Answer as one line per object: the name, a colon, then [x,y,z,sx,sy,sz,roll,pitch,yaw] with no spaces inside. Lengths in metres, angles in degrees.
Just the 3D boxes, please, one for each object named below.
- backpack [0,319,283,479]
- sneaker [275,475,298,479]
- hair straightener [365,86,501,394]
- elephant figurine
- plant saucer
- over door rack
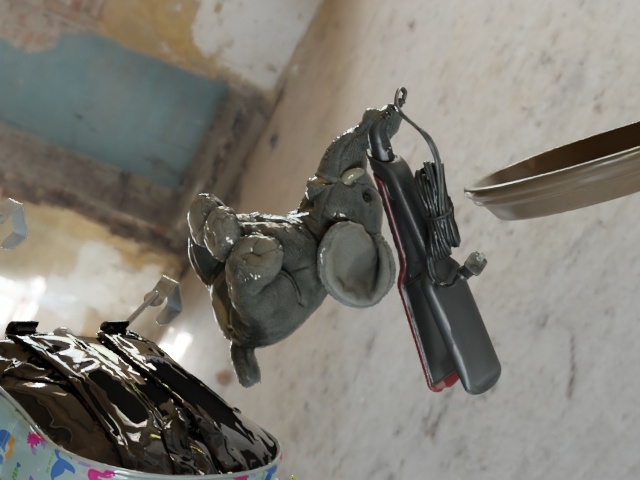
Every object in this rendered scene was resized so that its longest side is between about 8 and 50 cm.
backpack: [-0.163,0.186,0.879,0.253,0.225,0.191,19,99,46]
sneaker: [-0.095,0.323,1.121,0.234,0.097,0.084,-55,27,30]
hair straightener: [0.090,0.002,0.775,0.089,0.047,0.230,-1,106,52]
elephant figurine: [0.000,0.000,1.101,0.169,0.239,0.186,57,152,28]
plant saucer: [0.265,-0.073,0.972,0.041,0.278,0.278,71,163,-4]
over door rack: [-0.321,0.062,1.093,0.324,0.239,0.108,-43,-27,-52]
